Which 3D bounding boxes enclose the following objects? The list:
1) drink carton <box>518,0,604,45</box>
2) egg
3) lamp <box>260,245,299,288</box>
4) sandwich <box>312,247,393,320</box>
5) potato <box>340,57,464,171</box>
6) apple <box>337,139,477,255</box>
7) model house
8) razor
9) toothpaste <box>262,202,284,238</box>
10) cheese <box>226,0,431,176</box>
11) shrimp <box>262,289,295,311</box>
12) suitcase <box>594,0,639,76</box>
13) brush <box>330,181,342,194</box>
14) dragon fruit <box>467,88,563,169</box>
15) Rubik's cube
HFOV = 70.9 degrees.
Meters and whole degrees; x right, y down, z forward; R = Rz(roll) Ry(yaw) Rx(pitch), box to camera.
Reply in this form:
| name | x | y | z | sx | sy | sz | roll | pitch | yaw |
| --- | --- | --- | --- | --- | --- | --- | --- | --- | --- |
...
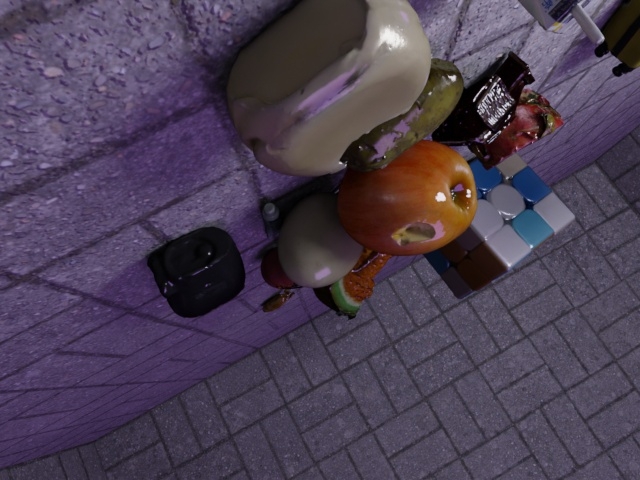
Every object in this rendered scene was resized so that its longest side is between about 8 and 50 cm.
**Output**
| name | x | y | z | sx | sy | sz | roll | pitch | yaw |
| --- | --- | --- | --- | --- | --- | --- | --- | --- | --- |
| drink carton | 0.287 | -0.312 | 0.547 | 0.075 | 0.200 | 0.084 | -18 | 162 | -43 |
| egg | 0.000 | 0.000 | 0.996 | 0.188 | 0.189 | 0.253 | -44 | -171 | 43 |
| lamp | -0.076 | 0.065 | 1.246 | 0.182 | 0.140 | 0.182 | -9 | 167 | -2 |
| sandwich | 0.091 | 0.042 | 1.187 | 0.301 | 0.162 | 0.250 | -47 | 150 | -1 |
| potato | 0.131 | -0.214 | 0.760 | 0.251 | 0.113 | 0.149 | -42 | 156 | 9 |
| apple | 0.169 | -0.085 | 0.877 | 0.241 | 0.241 | 0.242 | -3 | -177 | 35 |
| model house | 0.335 | -0.292 | 0.918 | 0.203 | 0.141 | 0.164 | -47 | 149 | -16 |
| razor | -0.260 | 0.086 | 1.001 | 0.189 | 0.107 | 0.327 | -27 | 165 | -16 |
| toothpaste | -0.105 | -0.043 | 1.011 | 0.062 | 0.037 | 0.216 | -31 | 169 | -6 |
| cheese | 0.014 | -0.191 | 0.575 | 0.266 | 0.127 | 0.233 | -32 | 165 | 14 |
| shrimp | -0.163 | 0.237 | 1.817 | 0.132 | 0.051 | 0.187 | -32 | 178 | -45 |
| suitcase | 0.755 | -0.486 | 0.975 | 0.194 | 0.143 | 0.235 | -29 | 165 | -3 |
| brush | 0.084 | -0.149 | 1.031 | 0.062 | 0.027 | 0.266 | 7 | 144 | -43 |
| dragon fruit | 0.443 | -0.272 | 1.090 | 0.211 | 0.147 | 0.282 | -31 | 179 | -8 |
| Rubik's cube | 0.555 | -0.059 | 1.542 | 0.347 | 0.347 | 0.344 | -33 | 167 | -22 |
